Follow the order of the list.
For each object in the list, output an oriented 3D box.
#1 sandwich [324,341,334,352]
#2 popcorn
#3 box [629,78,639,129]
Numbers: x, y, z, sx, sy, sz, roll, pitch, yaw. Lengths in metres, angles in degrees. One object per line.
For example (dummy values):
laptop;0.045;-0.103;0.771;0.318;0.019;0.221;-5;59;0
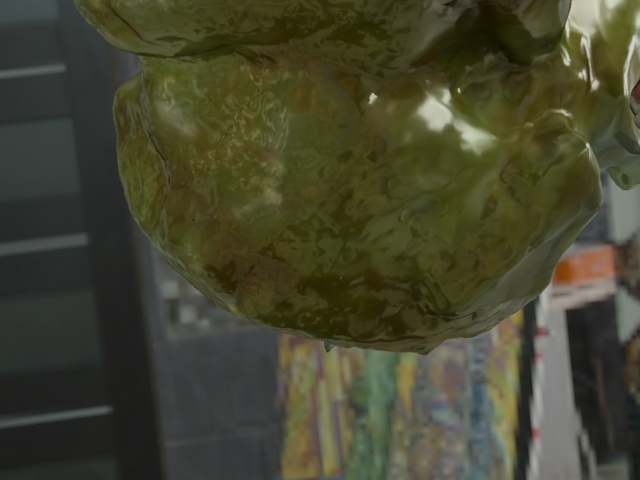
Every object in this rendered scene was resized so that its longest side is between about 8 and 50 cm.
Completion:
sandwich;0.000;0.000;1.111;0.074;0.116;0.074;-34;-23;-17
popcorn;0.014;-0.083;0.716;0.225;0.276;0.276;-1;7;26
box;0.238;-0.122;0.321;0.069;0.353;0.214;38;-2;-28
